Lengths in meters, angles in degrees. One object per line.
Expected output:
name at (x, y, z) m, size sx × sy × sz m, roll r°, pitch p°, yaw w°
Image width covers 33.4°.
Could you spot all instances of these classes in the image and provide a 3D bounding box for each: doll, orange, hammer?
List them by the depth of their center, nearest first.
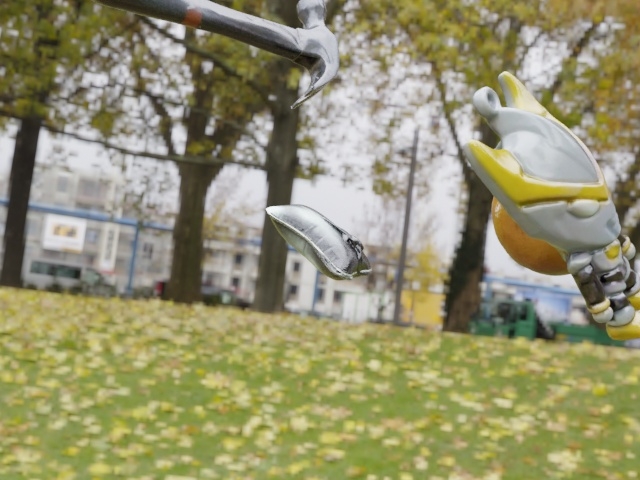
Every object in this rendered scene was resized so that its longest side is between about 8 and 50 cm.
hammer at (-0.101, -0.212, 1.041) m, size 0.290 × 0.137 × 0.037 m, roll 10°, pitch -34°, yaw -36°
doll at (0.252, -0.030, 1.111) m, size 0.316 × 0.145 × 0.103 m, roll 53°, pitch -25°, yaw -19°
orange at (0.292, -0.033, 1.334) m, size 0.124 × 0.156 × 0.156 m, roll -20°, pitch 11°, yaw -38°

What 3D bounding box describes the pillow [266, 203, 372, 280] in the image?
pillow at (-0.001, 0.002, 1.277) m, size 0.135 × 0.055 × 0.091 m, roll 37°, pitch 43°, yaw 18°
